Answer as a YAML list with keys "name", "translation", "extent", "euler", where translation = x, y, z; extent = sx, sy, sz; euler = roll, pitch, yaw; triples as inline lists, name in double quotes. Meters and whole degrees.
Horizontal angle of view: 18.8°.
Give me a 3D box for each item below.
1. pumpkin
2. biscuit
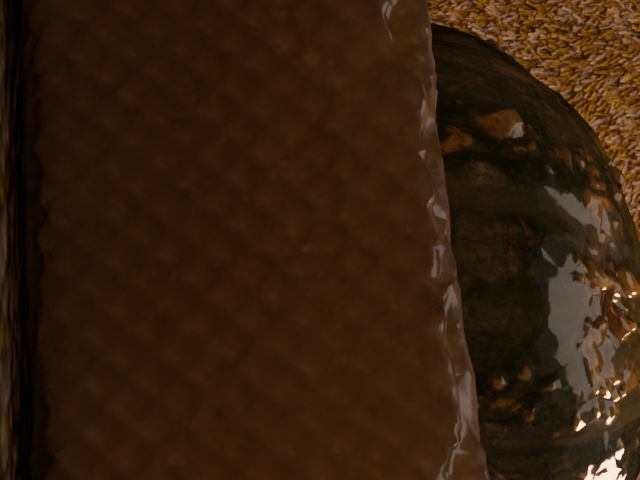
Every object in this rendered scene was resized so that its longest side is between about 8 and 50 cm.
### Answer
- name: "pumpkin"
  translation: [0.047, 0.028, 1.020]
  extent: [0.327, 0.257, 0.291]
  euler: [-150, -113, -83]
- name: "biscuit"
  translation: [-0.026, -0.049, 0.630]
  extent: [0.078, 0.144, 0.426]
  euler: [85, 1, -68]
